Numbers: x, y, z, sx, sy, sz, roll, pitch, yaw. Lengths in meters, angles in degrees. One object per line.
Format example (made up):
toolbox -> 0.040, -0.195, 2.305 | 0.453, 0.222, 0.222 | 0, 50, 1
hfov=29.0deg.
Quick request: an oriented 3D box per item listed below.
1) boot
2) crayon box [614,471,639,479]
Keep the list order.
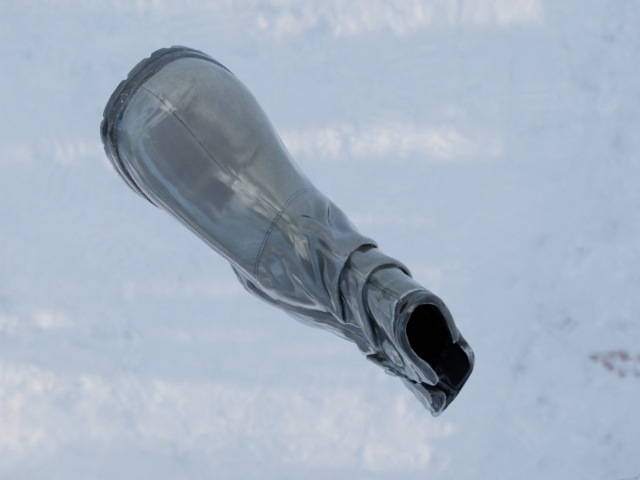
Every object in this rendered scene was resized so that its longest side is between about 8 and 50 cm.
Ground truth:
boot -> 0.000, 0.000, 0.659 | 0.161, 0.083, 0.246 | 32, 169, 35
crayon box -> 0.174, 0.264, 0.527 | 0.083, 0.323, 0.203 | -2, 168, 5
